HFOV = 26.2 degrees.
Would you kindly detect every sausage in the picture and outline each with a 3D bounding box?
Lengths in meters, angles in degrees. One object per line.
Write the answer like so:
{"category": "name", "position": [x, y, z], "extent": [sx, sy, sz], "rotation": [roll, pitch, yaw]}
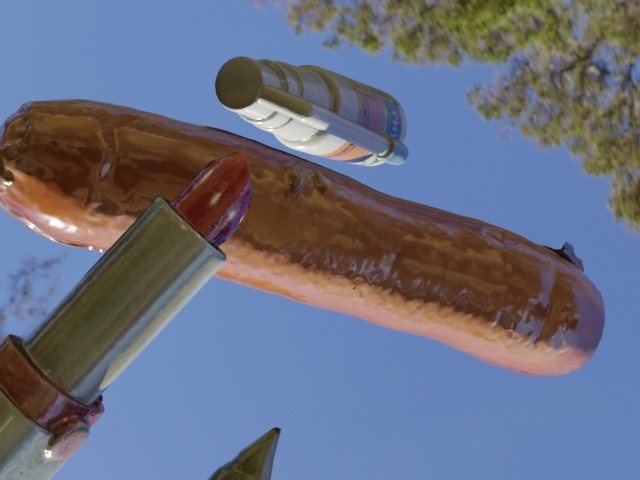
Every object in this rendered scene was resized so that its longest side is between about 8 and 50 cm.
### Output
{"category": "sausage", "position": [0.000, 0.000, 0.838], "extent": [0.094, 0.419, 0.094], "rotation": [-65, -154, 17]}

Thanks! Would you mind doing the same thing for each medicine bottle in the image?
{"category": "medicine bottle", "position": [0.007, -0.086, 0.968], "extent": [0.092, 0.221, 0.061], "rotation": [27, -82, 25]}

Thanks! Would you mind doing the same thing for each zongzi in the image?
{"category": "zongzi", "position": [-0.037, 0.226, 1.000], "extent": [0.130, 0.062, 0.154], "rotation": [-39, -122, -10]}

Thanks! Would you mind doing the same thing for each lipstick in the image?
{"category": "lipstick", "position": [-0.091, 0.033, 0.619], "extent": [0.186, 0.063, 0.057], "rotation": [-47, -115, 2]}
